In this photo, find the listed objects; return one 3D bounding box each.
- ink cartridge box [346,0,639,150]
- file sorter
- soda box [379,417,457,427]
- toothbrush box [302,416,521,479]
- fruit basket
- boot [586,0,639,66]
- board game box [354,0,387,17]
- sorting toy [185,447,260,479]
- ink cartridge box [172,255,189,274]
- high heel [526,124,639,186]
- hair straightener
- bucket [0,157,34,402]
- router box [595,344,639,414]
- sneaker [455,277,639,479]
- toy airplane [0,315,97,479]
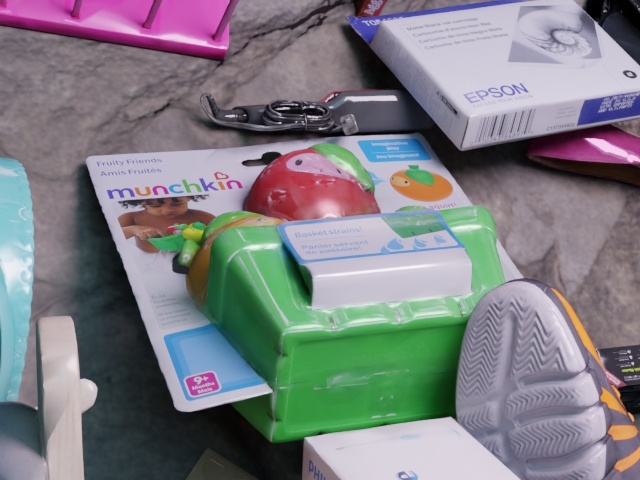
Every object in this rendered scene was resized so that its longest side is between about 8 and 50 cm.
[{"bbox_3d":[0.171,-0.180,1.522,0.223,0.045,0.224,-12,44,-28],"label":"ink cartridge box"},{"bbox_3d":[-0.204,-0.316,1.435,0.290,0.182,0.202,7,62,-16],"label":"file sorter"},{"bbox_3d":[0.076,0.164,1.360,0.181,0.061,0.058,47,58,8],"label":"soda box"},{"bbox_3d":[0.075,0.303,1.118,0.126,0.216,0.296,-6,110,-22],"label":"toothbrush box"},{"bbox_3d":[0.000,0.000,1.310,0.327,0.165,0.353,-5,40,-18],"label":"fruit basket"},{"bbox_3d":[0.389,-0.233,1.654,0.207,0.094,0.246,34,64,-5],"label":"boot"},{"bbox_3d":[0.050,-0.378,1.579,0.027,0.145,0.281,1,64,-16],"label":"board game box"},{"bbox_3d":[-0.073,0.215,1.310,0.083,0.012,0.062,33,53,3],"label":"sorting toy"},{"bbox_3d":[-0.129,0.040,1.369,0.048,0.028,0.083,-19,71,-27],"label":"ink cartridge box"},{"bbox_3d":[0.318,-0.053,1.550,0.244,0.082,0.117,42,67,-1],"label":"high heel"},{"bbox_3d":[0.004,-0.122,1.462,0.230,0.089,0.047,1,96,-21],"label":"hair straightener"},{"bbox_3d":[-0.324,0.048,1.164,0.183,0.281,0.281,6,62,-21],"label":"bucket"},{"bbox_3d":[0.282,0.126,1.435,0.122,0.092,0.038,-4,66,-21],"label":"router box"},{"bbox_3d":[0.216,0.166,1.209,0.180,0.124,0.321,-24,101,-45],"label":"sneaker"},{"bbox_3d":[-0.171,0.296,1.032,0.272,0.384,0.386,2,58,7],"label":"toy airplane"}]
